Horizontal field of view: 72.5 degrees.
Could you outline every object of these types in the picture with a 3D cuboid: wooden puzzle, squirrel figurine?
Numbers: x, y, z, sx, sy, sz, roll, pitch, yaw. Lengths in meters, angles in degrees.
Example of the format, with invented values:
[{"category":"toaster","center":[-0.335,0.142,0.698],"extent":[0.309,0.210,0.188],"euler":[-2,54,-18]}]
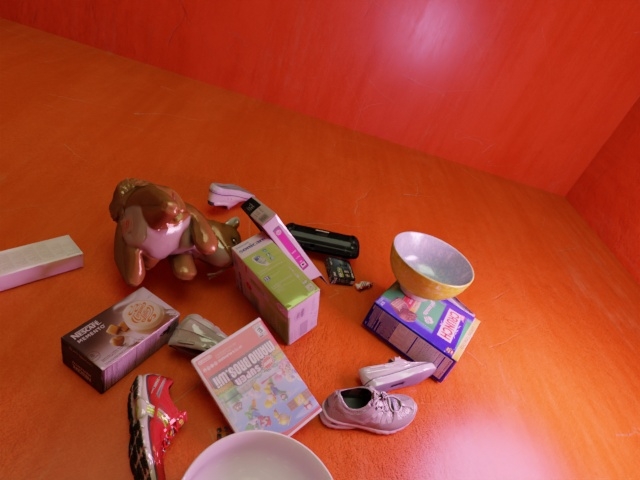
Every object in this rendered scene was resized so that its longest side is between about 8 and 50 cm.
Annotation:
[{"category":"wooden puzzle","center":[-0.218,0.478,1.029],"extent":[0.049,0.006,0.083],"euler":[6,37,-21]},{"category":"squirrel figurine","center":[-0.435,-0.043,1.367],"extent":[0.397,0.281,0.371],"euler":[37,18,37]}]

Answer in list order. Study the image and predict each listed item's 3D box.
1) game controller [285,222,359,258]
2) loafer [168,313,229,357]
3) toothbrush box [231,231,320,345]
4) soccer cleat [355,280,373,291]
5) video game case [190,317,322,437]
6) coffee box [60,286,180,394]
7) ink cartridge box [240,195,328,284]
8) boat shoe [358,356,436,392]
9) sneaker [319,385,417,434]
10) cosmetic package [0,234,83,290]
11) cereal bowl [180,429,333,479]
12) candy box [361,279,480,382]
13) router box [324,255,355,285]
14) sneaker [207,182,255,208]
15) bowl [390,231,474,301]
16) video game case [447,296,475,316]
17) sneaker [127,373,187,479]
[{"category":"game controller","center":[0.000,0.000,1.733],"extent":[0.319,0.067,0.166],"euler":[13,18,0]},{"category":"loafer","center":[-0.250,0.317,1.157],"extent":[0.320,0.112,0.111],"euler":[28,53,6]},{"category":"toothbrush box","center":[-0.139,0.145,1.331],"extent":[0.122,0.206,0.283],"euler":[-30,58,-27]},{"category":"soccer cleat","center":[0.167,0.166,1.644],"extent":[0.083,0.029,0.035],"euler":[-16,53,-36]},{"category":"video game case","center":[-0.158,0.361,1.082],"extent":[0.204,0.025,0.285],"euler":[-30,76,-28]},{"category":"coffee box","center":[-0.502,0.245,1.114],"extent":[0.141,0.098,0.246],"euler":[31,35,14]},{"category":"ink cartridge box","center":[-0.114,0.021,1.465],"extent":[0.069,0.371,0.176],"euler":[-44,39,-8]},{"category":"boat shoe","center":[0.233,0.390,1.313],"extent":[0.258,0.095,0.084],"euler":[-1,44,-31]},{"category":"sneaker","center":[0.144,0.447,1.168],"extent":[0.282,0.115,0.105],"euler":[5,37,-22]},{"category":"cosmetic package","center":[-0.813,0.064,1.230],"extent":[0.099,0.060,0.239],"euler":[38,38,26]},{"category":"cereal bowl","center":[-0.128,0.560,0.845],"extent":[0.339,0.141,0.339],"euler":[14,35,-10]},{"category":"candy box","center":[0.348,0.283,1.496],"extent":[0.317,0.122,0.268],"euler":[36,35,18]},{"category":"router box","center":[0.073,0.115,1.653],"extent":[0.092,0.038,0.122],"euler":[7,37,-19]},{"category":"sneaker","center":[-0.369,-0.176,1.778],"extent":[0.094,0.091,0.258],"euler":[33,15,25]},{"category":"bowl","center":[0.352,0.114,1.488],"extent":[0.290,0.156,0.289],"euler":[16,32,-10]},{"category":"video game case","center":[0.494,0.217,1.682],"extent":[0.201,0.023,0.183],"euler":[47,13,33]},{"category":"sneaker","center":[-0.352,0.414,0.965],"extent":[0.118,0.107,0.279],"euler":[10,37,-32]}]
